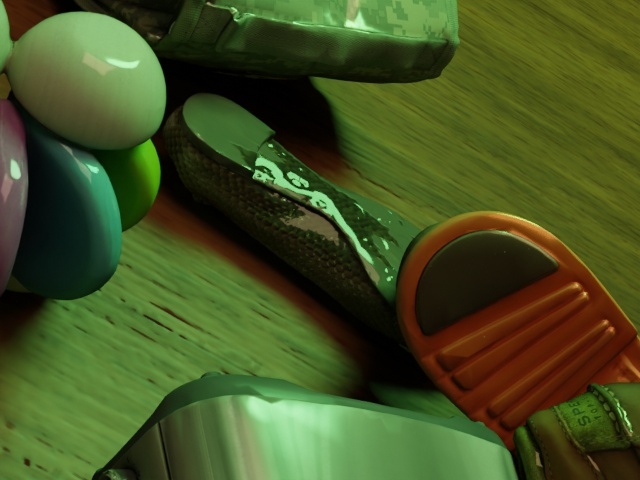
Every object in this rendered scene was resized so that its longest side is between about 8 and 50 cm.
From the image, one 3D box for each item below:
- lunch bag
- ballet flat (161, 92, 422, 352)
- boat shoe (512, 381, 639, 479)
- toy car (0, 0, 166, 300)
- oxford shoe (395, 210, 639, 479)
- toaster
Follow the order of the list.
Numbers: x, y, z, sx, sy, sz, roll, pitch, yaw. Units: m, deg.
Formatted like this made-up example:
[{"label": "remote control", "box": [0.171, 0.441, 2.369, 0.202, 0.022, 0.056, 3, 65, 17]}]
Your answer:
[{"label": "lunch bag", "box": [-0.060, -0.211, 0.779, 0.235, 0.169, 0.287, 1, 43, -39]}, {"label": "ballet flat", "box": [0.000, 0.000, 0.691, 0.250, 0.058, 0.084, 36, 38, -7]}, {"label": "boat shoe", "box": [0.173, 0.215, 0.503, 0.104, 0.111, 0.307, -16, 84, -1]}, {"label": "toy car", "box": [-0.163, -0.030, 0.493, 0.182, 0.159, 0.136, 19, 40, -23]}, {"label": "oxford shoe", "box": [0.178, 0.130, 0.614, 0.363, 0.130, 0.133, 54, 1, -2]}, {"label": "toaster", "box": [0.013, 0.157, 0.453, 0.227, 0.129, 0.146, 18, 42, -34]}]
